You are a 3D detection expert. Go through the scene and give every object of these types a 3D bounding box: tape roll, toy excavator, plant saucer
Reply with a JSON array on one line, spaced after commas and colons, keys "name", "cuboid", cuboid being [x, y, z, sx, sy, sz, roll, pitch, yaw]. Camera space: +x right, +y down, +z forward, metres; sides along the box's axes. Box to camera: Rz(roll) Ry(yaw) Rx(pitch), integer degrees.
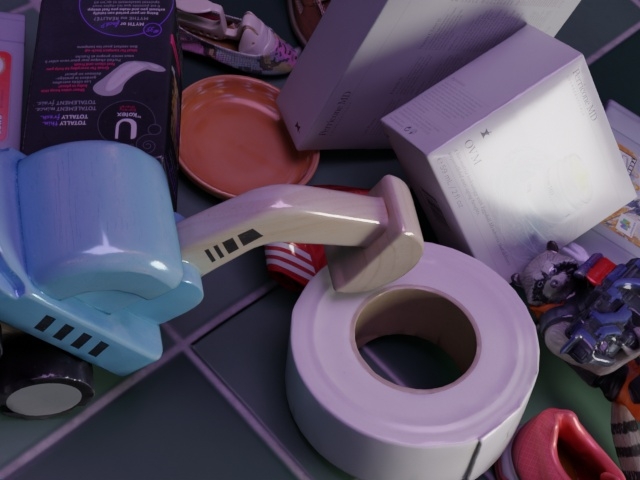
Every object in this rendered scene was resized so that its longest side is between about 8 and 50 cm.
[{"name": "tape roll", "cuboid": [0.103, 0.138, 1.538, 0.286, 0.100, 0.286, 4, 50, -4]}, {"name": "toy excavator", "cuboid": [-0.165, 0.009, 1.409, 0.433, 0.445, 0.222, 35, 36, -51]}, {"name": "plant saucer", "cuboid": [-0.100, -0.124, 1.719, 0.200, 0.037, 0.200, 10, 54, -14]}]

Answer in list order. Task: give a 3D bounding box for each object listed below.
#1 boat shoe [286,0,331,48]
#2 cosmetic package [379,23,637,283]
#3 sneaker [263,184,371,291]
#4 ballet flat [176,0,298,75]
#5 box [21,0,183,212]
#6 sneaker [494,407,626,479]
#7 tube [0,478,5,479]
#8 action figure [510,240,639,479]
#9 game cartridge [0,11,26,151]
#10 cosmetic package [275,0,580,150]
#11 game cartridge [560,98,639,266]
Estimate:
[{"name": "boat shoe", "cuboid": [0.013, -0.364, 1.870, 0.123, 0.116, 0.324, -12, 62, -24]}, {"name": "cosmetic package", "cuboid": [0.232, -0.099, 1.638, 0.225, 0.224, 0.138, -34, 33, -7]}, {"name": "sneaker", "cuboid": [0.000, 0.000, 1.659, 0.221, 0.087, 0.128, -6, 101, -47]}, {"name": "ballet flat", "cuboid": [-0.130, -0.277, 1.786, 0.221, 0.079, 0.077, 15, 53, -10]}, {"name": "box", "cuboid": [-0.252, -0.162, 1.606, 0.165, 0.143, 0.270, 0, 56, 0]}, {"name": "sneaker", "cuboid": [0.304, 0.326, 1.492, 0.116, 0.136, 0.314, -18, 65, -28]}, {"name": "tube", "cuboid": [-0.249, 0.297, 1.379, 0.207, 0.052, 0.080, 20, 62, -13]}, {"name": "action figure", "cuboid": [0.332, 0.153, 1.563, 0.341, 0.178, 0.330, -14, 67, -56]}, {"name": "game cartridge", "cuboid": [-0.456, -0.167, 1.616, 0.196, 0.060, 0.294, 2, 56, -13]}, {"name": "cosmetic package", "cuboid": [0.147, -0.264, 1.663, 0.284, 0.377, 0.097, -5, 56, -34]}, {"name": "game cartridge", "cuboid": [0.414, -0.038, 1.785, 0.198, 0.062, 0.297, 29, 55, 2]}]
